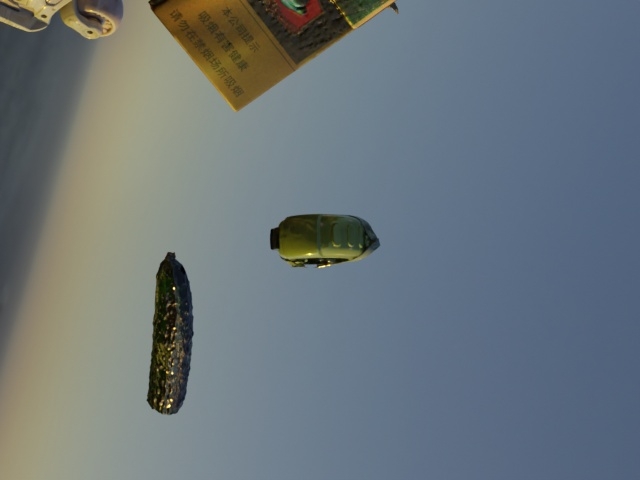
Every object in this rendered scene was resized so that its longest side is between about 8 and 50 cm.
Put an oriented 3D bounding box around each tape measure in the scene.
[{"bbox_3d":[0.000,0.000,1.704,0.177,0.154,0.088,-6,-98,30],"label":"tape measure"}]

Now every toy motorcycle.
[{"bbox_3d":[-0.352,-0.317,1.252,0.112,0.254,0.112,-38,-137,47],"label":"toy motorcycle"}]

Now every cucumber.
[{"bbox_3d":[-0.221,0.139,1.554,0.067,0.067,0.294,-93,-170,-53],"label":"cucumber"}]

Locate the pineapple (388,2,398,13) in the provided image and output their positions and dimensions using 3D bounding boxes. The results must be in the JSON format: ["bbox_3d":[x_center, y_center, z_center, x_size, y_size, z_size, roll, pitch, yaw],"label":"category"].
[{"bbox_3d":[0.033,-0.382,1.373,0.135,0.233,0.079,-33,155,-26],"label":"pineapple"}]

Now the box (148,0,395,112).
[{"bbox_3d":[-0.046,-0.272,1.137,0.240,0.159,0.071,-33,-157,16],"label":"box"}]
